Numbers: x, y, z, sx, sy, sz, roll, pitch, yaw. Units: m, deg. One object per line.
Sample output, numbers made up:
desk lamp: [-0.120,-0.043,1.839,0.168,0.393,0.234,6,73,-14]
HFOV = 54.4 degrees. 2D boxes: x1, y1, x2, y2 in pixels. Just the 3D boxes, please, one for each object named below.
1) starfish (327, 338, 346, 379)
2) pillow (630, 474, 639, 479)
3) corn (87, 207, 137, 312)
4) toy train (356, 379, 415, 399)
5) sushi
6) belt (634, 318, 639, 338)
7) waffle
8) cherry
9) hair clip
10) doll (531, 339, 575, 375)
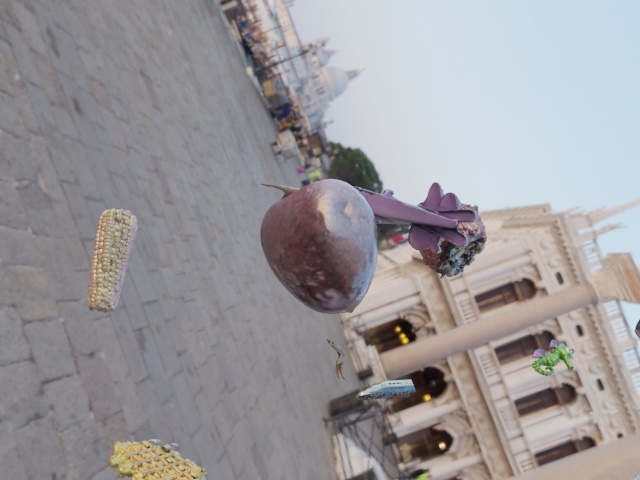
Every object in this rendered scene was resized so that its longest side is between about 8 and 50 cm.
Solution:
starfish: [0.052,0.339,1.881,0.130,0.041,0.133,-111,-171,-49]
pillow: [0.648,0.617,1.250,0.322,0.119,0.255,14,57,-50]
corn: [-0.666,0.061,1.967,0.126,0.126,0.335,58,44,-80]
toy train: [0.221,0.523,2.178,0.052,0.233,0.051,-57,-140,41]
sushi: [0.489,0.000,2.245,0.270,0.236,0.171,114,-33,-43]
belt: [0.799,0.173,1.339,0.117,0.212,0.347,58,10,31]
waffle: [-0.431,0.608,1.655,0.280,0.060,0.262,27,0,-24]
cherry: [0.000,0.000,1.039,0.266,0.183,0.213,65,-21,-2]
hair clip: [0.183,-0.056,1.217,0.278,0.137,0.090,20,-5,36]
doll: [0.752,0.384,2.009,0.115,0.190,0.050,37,-44,46]
